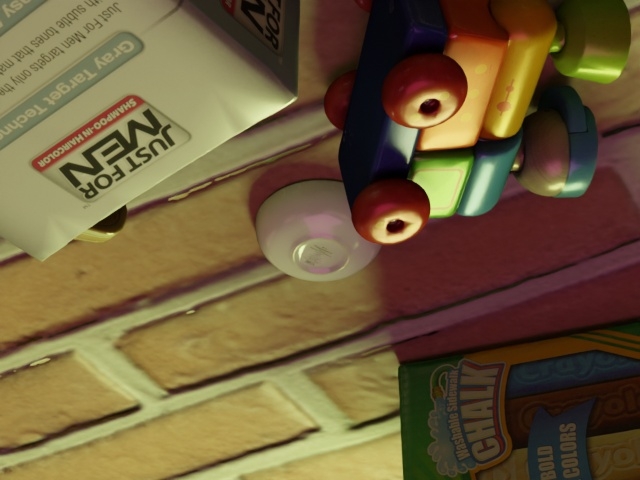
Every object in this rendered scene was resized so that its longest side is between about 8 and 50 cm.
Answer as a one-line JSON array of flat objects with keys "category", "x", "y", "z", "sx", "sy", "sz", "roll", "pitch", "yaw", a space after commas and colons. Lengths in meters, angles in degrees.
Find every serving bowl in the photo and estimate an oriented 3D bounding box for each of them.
[{"category": "serving bowl", "x": 0.000, "y": 0.000, "z": 0.861, "sx": 0.083, "sy": 0.027, "sz": 0.083, "roll": 1, "pitch": 139, "yaw": 0}]

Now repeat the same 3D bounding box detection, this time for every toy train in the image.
[{"category": "toy train", "x": 0.092, "y": -0.107, "z": 0.692, "sx": 0.143, "sy": 0.105, "sz": 0.248, "roll": -2, "pitch": 140, "yaw": -13}]

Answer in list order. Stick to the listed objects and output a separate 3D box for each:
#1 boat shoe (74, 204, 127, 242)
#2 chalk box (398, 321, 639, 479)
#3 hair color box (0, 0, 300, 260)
[{"category": "boat shoe", "x": -0.182, "y": -0.030, "z": 0.815, "sx": 0.135, "sy": 0.050, "sz": 0.045, "roll": 24, "pitch": 138, "yaw": -11}, {"category": "chalk box", "x": 0.155, "y": 0.190, "z": 0.967, "sx": 0.289, "sy": 0.179, "sz": 0.180, "roll": -10, "pitch": 139, "yaw": 13}, {"category": "hair color box", "x": -0.199, "y": -0.160, "z": 0.615, "sx": 0.185, "sy": 0.113, "sz": 0.374, "roll": -29, "pitch": 130, "yaw": 29}]
